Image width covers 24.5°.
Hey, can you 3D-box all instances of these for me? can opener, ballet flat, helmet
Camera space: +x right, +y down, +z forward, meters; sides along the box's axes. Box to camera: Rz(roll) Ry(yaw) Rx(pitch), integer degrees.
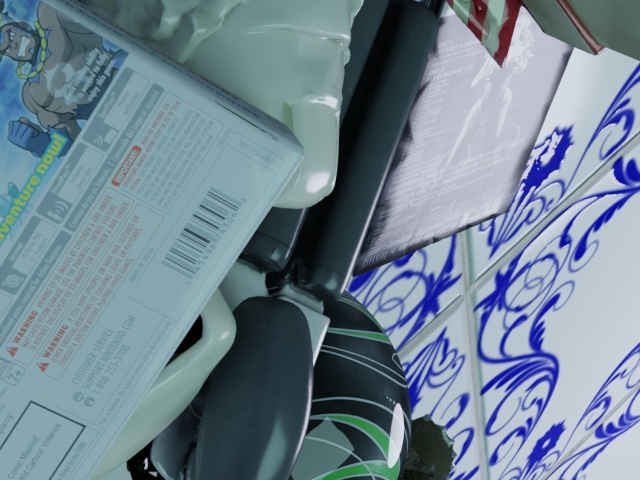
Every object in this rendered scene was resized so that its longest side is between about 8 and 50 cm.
[{"bbox_3d":[0.000,0.000,0.722,0.076,0.095,0.283,28,77,-35],"label":"can opener"},{"bbox_3d":[-0.069,-0.017,0.672,0.409,0.147,0.147,-57,151,11],"label":"ballet flat"},{"bbox_3d":[-0.028,0.097,0.836,0.161,0.169,0.169,-12,136,-26],"label":"helmet"}]

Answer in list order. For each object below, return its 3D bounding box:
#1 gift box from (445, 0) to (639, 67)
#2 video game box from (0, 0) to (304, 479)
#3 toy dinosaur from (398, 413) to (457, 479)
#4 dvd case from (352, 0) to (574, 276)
[{"bbox_3d":[0.176,-0.198,0.652,0.255,0.258,0.276,-44,129,-7],"label":"gift box"},{"bbox_3d":[-0.139,-0.001,0.570,0.187,0.048,0.205,30,101,-24],"label":"video game box"},{"bbox_3d":[0.020,0.213,0.962,0.160,0.121,0.313,67,38,-61],"label":"toy dinosaur"},{"bbox_3d":[0.100,-0.086,0.950,0.164,0.018,0.221,-21,141,-40],"label":"dvd case"}]
